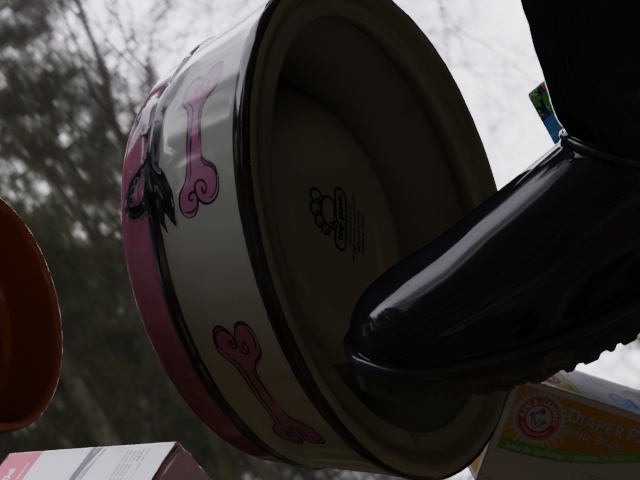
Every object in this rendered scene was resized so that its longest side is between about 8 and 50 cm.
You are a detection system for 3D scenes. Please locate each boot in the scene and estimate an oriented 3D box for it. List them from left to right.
[{"bbox_3d":[0.145,-0.151,1.094,0.367,0.146,0.445,-19,-67,-12],"label":"boot"}]

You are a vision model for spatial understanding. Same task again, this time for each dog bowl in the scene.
[{"bbox_3d":[0.000,0.000,1.352,0.150,0.408,0.408,-14,-40,31],"label":"dog bowl"}]

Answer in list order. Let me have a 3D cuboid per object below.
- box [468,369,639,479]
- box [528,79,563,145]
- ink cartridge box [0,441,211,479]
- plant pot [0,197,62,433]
[{"bbox_3d":[0.236,0.180,1.510,0.203,0.114,0.103,18,-81,-9],"label":"box"},{"bbox_3d":[0.379,-0.087,1.468,0.177,0.290,0.279,-20,-14,-33],"label":"box"},{"bbox_3d":[-0.191,0.284,1.576,0.172,0.237,0.100,56,-134,-27],"label":"ink cartridge box"},{"bbox_3d":[-0.349,0.074,1.402,0.188,0.205,0.205,-14,-45,22],"label":"plant pot"}]
